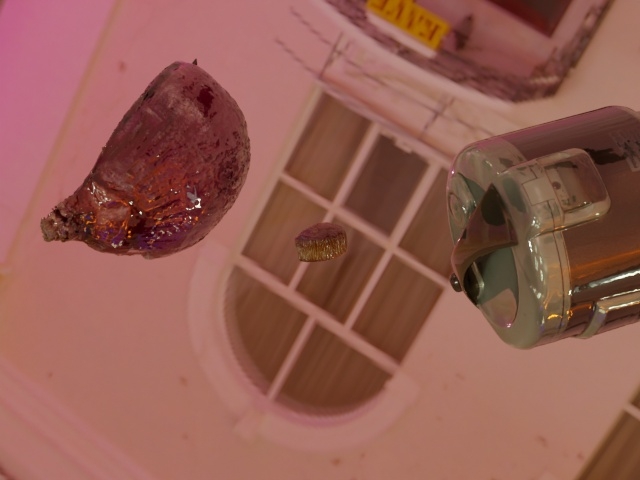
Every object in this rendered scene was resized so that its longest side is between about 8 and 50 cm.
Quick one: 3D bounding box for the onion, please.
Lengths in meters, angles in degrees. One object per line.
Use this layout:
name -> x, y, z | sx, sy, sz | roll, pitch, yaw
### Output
onion -> -0.206, -0.063, 1.507 | 0.159, 0.267, 0.349 | 27, -134, 10

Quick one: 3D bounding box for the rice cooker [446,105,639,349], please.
rice cooker -> 0.350, -0.016, 1.658 | 0.325, 0.335, 0.335 | -15, -145, -12

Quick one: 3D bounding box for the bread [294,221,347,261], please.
bread -> 0.000, 0.000, 1.791 | 0.085, 0.053, 0.085 | -12, -168, 3
